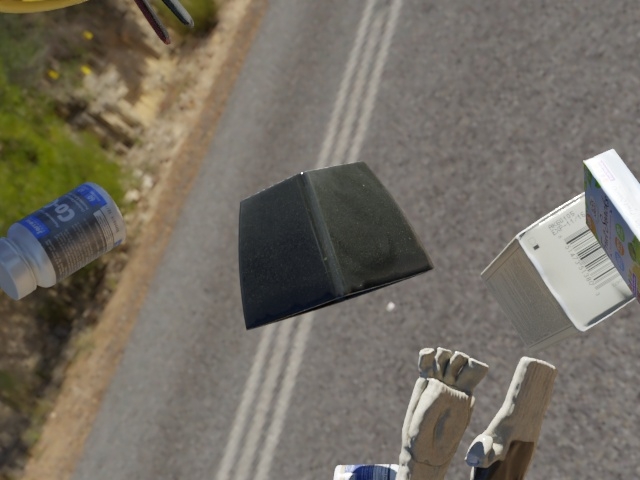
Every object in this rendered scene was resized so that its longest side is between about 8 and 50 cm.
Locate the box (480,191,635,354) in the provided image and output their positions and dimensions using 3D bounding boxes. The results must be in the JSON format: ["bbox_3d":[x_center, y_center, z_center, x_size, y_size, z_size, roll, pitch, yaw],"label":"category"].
[{"bbox_3d":[0.315,0.050,1.553,0.121,0.148,0.311,-32,-7,-6],"label":"box"}]

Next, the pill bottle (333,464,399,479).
[{"bbox_3d":[0.082,0.349,1.666,0.067,0.120,0.067,-2,-90,-81],"label":"pill bottle"}]

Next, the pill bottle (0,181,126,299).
[{"bbox_3d":[-0.283,0.001,1.262,0.137,0.078,0.078,-35,5,-29],"label":"pill bottle"}]

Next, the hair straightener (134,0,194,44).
[{"bbox_3d":[-0.241,-0.386,1.615,0.089,0.230,0.047,-31,12,10],"label":"hair straightener"}]

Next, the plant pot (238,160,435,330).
[{"bbox_3d":[0.000,0.000,1.525,0.188,0.167,0.187,-15,-6,-46],"label":"plant pot"}]

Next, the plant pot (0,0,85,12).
[{"bbox_3d":[-0.216,-0.338,0.866,0.254,0.239,0.254,-31,-13,-8],"label":"plant pot"}]

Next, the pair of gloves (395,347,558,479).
[{"bbox_3d":[0.173,0.226,1.362,0.042,0.240,0.204,19,97,47],"label":"pair of gloves"}]

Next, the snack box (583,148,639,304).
[{"bbox_3d":[0.301,-0.005,1.142,0.037,0.100,0.141,-21,50,-4],"label":"snack box"}]
